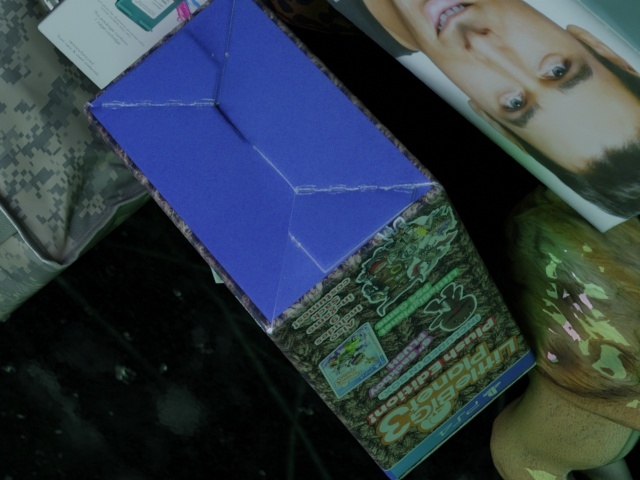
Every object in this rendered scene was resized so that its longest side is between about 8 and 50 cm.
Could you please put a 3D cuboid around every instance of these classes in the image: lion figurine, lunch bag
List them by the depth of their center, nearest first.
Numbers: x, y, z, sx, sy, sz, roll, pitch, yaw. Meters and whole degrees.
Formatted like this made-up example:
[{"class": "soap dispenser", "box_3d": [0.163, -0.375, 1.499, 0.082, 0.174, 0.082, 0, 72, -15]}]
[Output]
[{"class": "lunch bag", "box_3d": [-0.273, -0.099, 1.418, 0.287, 0.169, 0.235, 51, 152, -5]}, {"class": "lion figurine", "box_3d": [0.209, 0.134, 1.451, 0.240, 0.142, 0.392, 29, 135, 9]}]

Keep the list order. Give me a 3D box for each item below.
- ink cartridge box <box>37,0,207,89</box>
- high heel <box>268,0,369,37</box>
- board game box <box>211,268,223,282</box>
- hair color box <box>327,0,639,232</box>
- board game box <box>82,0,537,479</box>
[{"class": "ink cartridge box", "box_3d": [-0.083, -0.215, 1.304, 0.078, 0.134, 0.231, 45, 128, -13]}, {"class": "high heel", "box_3d": [0.091, -0.160, 1.333, 0.261, 0.093, 0.186, 29, 154, -17]}, {"class": "board game box", "box_3d": [-0.055, -0.006, 1.526, 0.090, 0.020, 0.090, -1, 125, 23]}, {"class": "hair color box", "box_3d": [0.106, -0.180, 1.129, 0.374, 0.114, 0.185, 39, 156, -9]}, {"class": "board game box", "box_3d": [0.000, 0.000, 1.283, 0.232, 0.141, 0.291, 48, 176, 32]}]
